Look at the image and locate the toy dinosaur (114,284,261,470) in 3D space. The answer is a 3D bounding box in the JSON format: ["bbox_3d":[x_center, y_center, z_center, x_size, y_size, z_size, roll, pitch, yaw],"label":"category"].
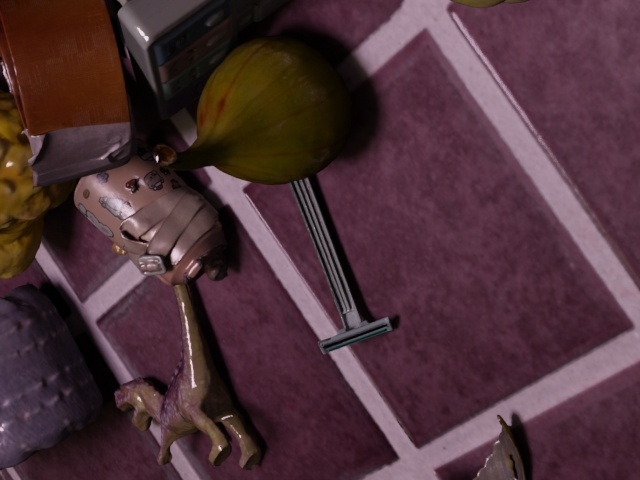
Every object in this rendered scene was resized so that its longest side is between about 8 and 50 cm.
[{"bbox_3d":[-0.134,0.134,1.502,0.200,0.072,0.251,47,146,27],"label":"toy dinosaur"}]

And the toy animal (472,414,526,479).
[{"bbox_3d":[0.117,0.264,1.325,0.219,0.095,0.155,-39,80,47],"label":"toy animal"}]

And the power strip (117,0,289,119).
[{"bbox_3d":[-0.092,-0.183,1.239,0.061,0.145,0.216,54,171,7],"label":"power strip"}]

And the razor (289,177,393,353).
[{"bbox_3d":[0.000,0.000,1.329,0.068,0.037,0.191,-21,95,3],"label":"razor"}]

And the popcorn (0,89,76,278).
[{"bbox_3d":[-0.345,-0.054,1.496,0.200,0.226,0.203,-110,7,-66],"label":"popcorn"}]

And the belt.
[{"bbox_3d":[-0.221,-0.143,1.314,0.261,0.105,0.184,-151,47,-77],"label":"belt"}]

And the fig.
[{"bbox_3d":[-0.065,-0.084,1.200,0.124,0.236,0.124,13,118,26],"label":"fig"}]

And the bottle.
[{"bbox_3d":[-0.150,-0.016,1.416,0.152,0.099,0.099,45,135,12],"label":"bottle"}]

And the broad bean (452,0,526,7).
[{"bbox_3d":[0.105,-0.288,1.021,0.189,0.121,0.263,-14,100,41],"label":"broad bean"}]

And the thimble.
[{"bbox_3d":[-0.352,0.156,1.623,0.172,0.205,0.236,65,165,1],"label":"thimble"}]
